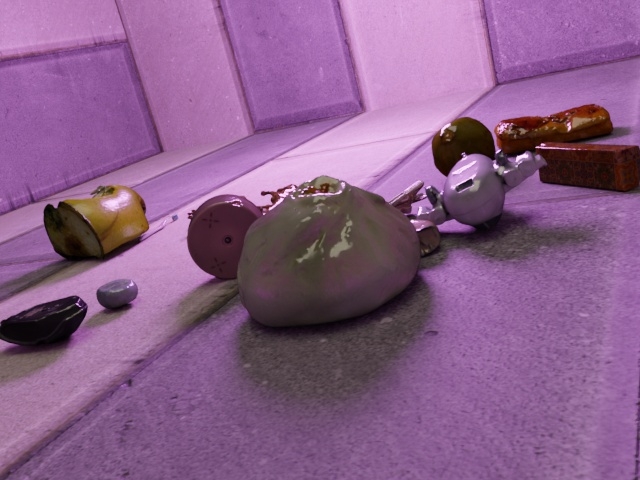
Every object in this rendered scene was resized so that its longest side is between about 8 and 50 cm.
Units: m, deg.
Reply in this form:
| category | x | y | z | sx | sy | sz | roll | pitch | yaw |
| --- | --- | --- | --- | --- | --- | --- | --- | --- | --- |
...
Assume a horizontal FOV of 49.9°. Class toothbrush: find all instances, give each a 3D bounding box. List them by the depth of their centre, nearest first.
| category | x | y | z | sx | sy | sz | roll | pitch | yaw |
| --- | --- | --- | --- | --- | --- | --- | --- | --- | --- |
| toothbrush | -0.444 | -0.038 | 1.883 | 0.017 | 0.022 | 0.204 | -19 | 13 | 24 |

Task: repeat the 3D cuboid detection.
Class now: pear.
| category | x | y | z | sx | sy | sz | roll | pitch | yaw |
| --- | --- | --- | --- | --- | --- | --- | --- | --- | --- |
| pear | -0.556 | -0.064 | 1.803 | 0.238 | 0.164 | 0.255 | -3 | 20 | 44 |

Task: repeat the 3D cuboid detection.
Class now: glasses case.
| category | x | y | z | sx | sy | sz | roll | pitch | yaw |
| --- | --- | --- | --- | --- | --- | --- | --- | --- | --- |
| glasses case | 0.498 | -0.143 | 1.289 | 0.049 | 0.075 | 0.218 | -18 | 16 | -19 |

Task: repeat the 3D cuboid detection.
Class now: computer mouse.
| category | x | y | z | sx | sy | sz | roll | pitch | yaw |
| --- | --- | --- | --- | --- | --- | --- | --- | --- | --- |
| computer mouse | -0.476 | 0.145 | 1.190 | 0.192 | 0.062 | 0.106 | -13 | 15 | 27 |

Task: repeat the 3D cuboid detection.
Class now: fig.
| category | x | y | z | sx | sy | sz | roll | pitch | yaw |
| --- | --- | --- | --- | --- | --- | --- | --- | --- | --- |
| fig | 0.316 | -0.209 | 1.547 | 0.144 | 0.154 | 0.166 | -19 | -32 | 22 |

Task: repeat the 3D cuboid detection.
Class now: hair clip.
| category | x | y | z | sx | sy | sz | roll | pitch | yaw |
| --- | --- | --- | --- | --- | --- | --- | --- | --- | --- |
| hair clip | 0.127 | -0.056 | 1.381 | 0.214 | 0.056 | 0.062 | -29 | 35 | -18 |

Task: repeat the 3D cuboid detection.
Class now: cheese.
| category | x | y | z | sx | sy | sz | roll | pitch | yaw |
| --- | --- | --- | --- | --- | --- | --- | --- | --- | --- |
| cheese | 0.131 | -0.005 | 1.191 | 0.171 | 0.047 | 0.092 | 2 | 20 | 46 |

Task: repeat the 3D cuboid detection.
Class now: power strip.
| category | x | y | z | sx | sy | sz | roll | pitch | yaw |
| --- | --- | --- | --- | --- | --- | --- | --- | --- | --- |
| power strip | -0.174 | -0.006 | 1.289 | 0.154 | 0.154 | 0.078 | -15 | 18 | -3 |

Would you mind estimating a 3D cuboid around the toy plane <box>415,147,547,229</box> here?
| category | x | y | z | sx | sy | sz | roll | pitch | yaw |
| --- | --- | --- | --- | --- | --- | --- | --- | --- | --- |
| toy plane | 0.280 | -0.089 | 1.226 | 0.252 | 0.118 | 0.252 | -31 | 9 | 6 |

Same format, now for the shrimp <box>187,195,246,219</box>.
| category | x | y | z | sx | sy | sz | roll | pitch | yaw |
| --- | --- | --- | --- | --- | --- | --- | --- | --- | --- |
| shrimp | -0.288 | -0.079 | 1.823 | 0.133 | 0.053 | 0.236 | -4 | 15 | 28 |

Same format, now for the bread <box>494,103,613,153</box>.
| category | x | y | z | sx | sy | sz | roll | pitch | yaw |
| --- | --- | --- | --- | --- | --- | --- | --- | --- | --- |
| bread | 0.570 | -0.276 | 1.694 | 0.271 | 0.077 | 0.139 | -9 | 19 | 10 |

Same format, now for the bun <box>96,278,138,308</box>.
| category | x | y | z | sx | sy | sz | roll | pitch | yaw |
| --- | --- | --- | --- | --- | --- | --- | --- | --- | --- |
| bun | -0.379 | 0.101 | 1.286 | 0.083 | 0.045 | 0.083 | -11 | 18 | 4 |

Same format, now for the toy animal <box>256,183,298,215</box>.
| category | x | y | z | sx | sy | sz | roll | pitch | yaw |
| --- | --- | --- | --- | --- | --- | --- | --- | --- | --- |
| toy animal | -0.111 | -0.092 | 1.716 | 0.149 | 0.054 | 0.275 | -17 | 16 | -1 |

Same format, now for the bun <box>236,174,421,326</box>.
| category | x | y | z | sx | sy | sz | roll | pitch | yaw |
| --- | --- | --- | --- | --- | --- | --- | --- | --- | --- |
| bun | 0.000 | 0.000 | 1.037 | 0.293 | 0.187 | 0.293 | -16 | 16 | 5 |
